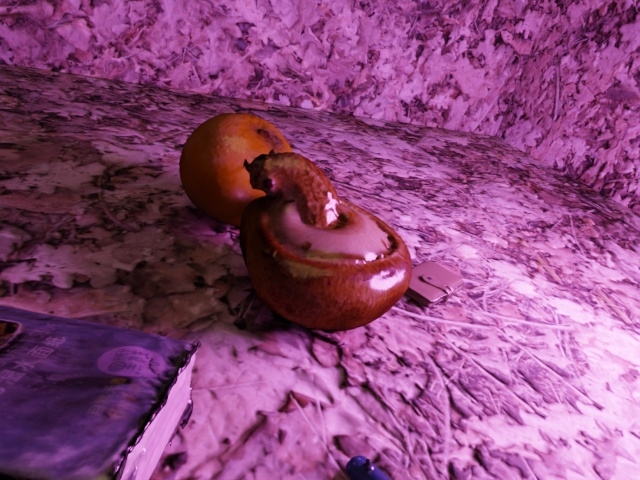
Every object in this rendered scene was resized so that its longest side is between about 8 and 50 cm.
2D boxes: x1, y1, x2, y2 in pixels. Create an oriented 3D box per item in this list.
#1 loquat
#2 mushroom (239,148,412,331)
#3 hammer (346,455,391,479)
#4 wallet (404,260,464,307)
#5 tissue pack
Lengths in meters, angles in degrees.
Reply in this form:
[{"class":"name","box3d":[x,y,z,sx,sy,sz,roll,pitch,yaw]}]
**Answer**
[{"class":"loquat","box3d":[-0.181,-0.158,1.008,0.262,0.263,0.263,11,28,-6]},{"class":"mushroom","box3d":[0.000,0.000,0.793,0.345,0.260,0.345,10,29,-6]},{"class":"hammer","box3d":[0.100,0.309,0.498,0.116,0.070,0.193,-14,31,-40]},{"class":"wallet","box3d":[0.236,0.090,0.974,0.118,0.039,0.152,32,32,33]},{"class":"tissue pack","box3d":[-0.330,0.164,0.446,0.361,0.122,0.259,11,11,-1]}]
